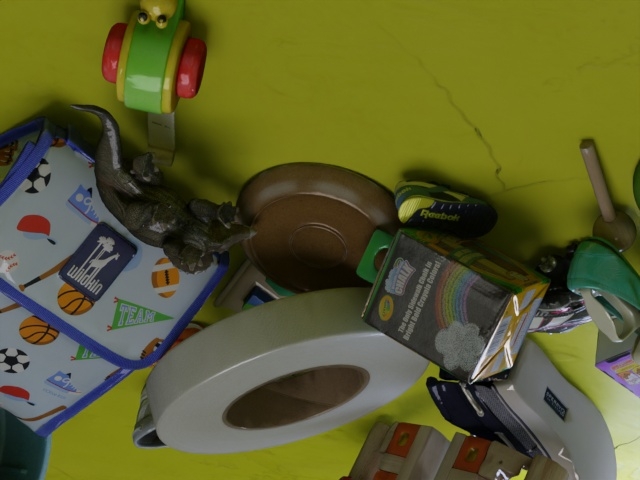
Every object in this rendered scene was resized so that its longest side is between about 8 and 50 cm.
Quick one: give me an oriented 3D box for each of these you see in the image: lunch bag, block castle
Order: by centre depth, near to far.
[{"bbox_3d":[-0.359,0.040,2.015,0.385,0.239,0.328,-35,123,27],"label":"lunch bag"},{"bbox_3d":[0.234,0.434,2.224,0.303,0.213,0.453,36,162,-30],"label":"block castle"}]

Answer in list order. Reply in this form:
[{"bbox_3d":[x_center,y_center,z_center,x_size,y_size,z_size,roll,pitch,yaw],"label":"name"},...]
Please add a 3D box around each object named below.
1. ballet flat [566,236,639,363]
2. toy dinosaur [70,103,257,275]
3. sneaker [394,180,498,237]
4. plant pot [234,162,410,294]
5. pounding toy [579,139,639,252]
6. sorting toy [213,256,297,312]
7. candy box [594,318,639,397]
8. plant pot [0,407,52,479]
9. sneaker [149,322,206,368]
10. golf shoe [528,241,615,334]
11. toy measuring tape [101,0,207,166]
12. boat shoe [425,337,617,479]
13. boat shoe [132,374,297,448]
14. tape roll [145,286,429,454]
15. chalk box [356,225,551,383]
[{"bbox_3d":[0.385,0.098,1.850,0.247,0.087,0.083,39,163,-19],"label":"ballet flat"},{"bbox_3d":[-0.204,-0.041,1.841,0.313,0.121,0.160,34,162,-28],"label":"toy dinosaur"},{"bbox_3d":[0.153,-0.043,1.880,0.144,0.059,0.053,14,118,-29],"label":"sneaker"},{"bbox_3d":[0.000,0.000,1.969,0.236,0.032,0.236,8,134,8],"label":"plant pot"},{"bbox_3d":[0.420,-0.025,1.760,0.237,0.110,0.183,-1,141,20],"label":"pounding toy"},{"bbox_3d":[-0.025,0.088,2.118,0.208,0.038,0.193,23,143,-12],"label":"sorting toy"},{"bbox_3d":[0.488,0.159,2.017,0.196,0.070,0.165,35,139,-25],"label":"candy box"},{"bbox_3d":[-0.657,0.307,2.402,0.334,0.341,0.341,1,143,29],"label":"plant pot"},{"bbox_3d":[-0.240,0.165,2.269,0.175,0.067,0.064,-14,137,35],"label":"sneaker"},{"bbox_3d":[0.259,0.090,1.977,0.273,0.105,0.120,-12,144,32],"label":"golf shoe"},{"bbox_3d":[-0.194,-0.164,1.777,0.121,0.121,0.330,13,144,1],"label":"toy measuring tape"},{"bbox_3d":[0.288,0.258,2.190,0.158,0.127,0.340,-8,132,39],"label":"boat shoe"},{"bbox_3d":[-0.136,0.268,2.338,0.320,0.103,0.118,-2,141,21],"label":"boat shoe"},{"bbox_3d":[-0.041,0.182,2.073,0.392,0.072,0.392,-14,156,-7],"label":"tape roll"},{"bbox_3d":[0.147,0.061,1.882,0.213,0.132,0.132,31,109,24],"label":"chalk box"}]
